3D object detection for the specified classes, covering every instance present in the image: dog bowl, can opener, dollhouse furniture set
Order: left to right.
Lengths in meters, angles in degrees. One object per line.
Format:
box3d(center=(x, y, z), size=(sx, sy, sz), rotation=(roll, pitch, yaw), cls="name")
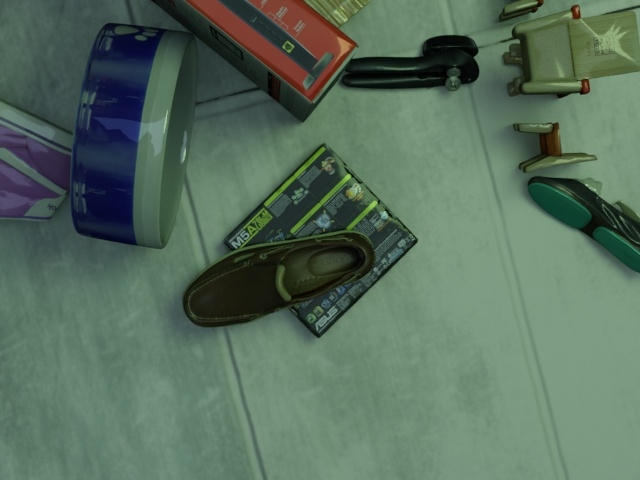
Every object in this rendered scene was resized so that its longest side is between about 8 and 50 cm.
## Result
box3d(center=(-0.221, -0.127, 1.359), size=(0.104, 0.265, 0.265), rotation=(9, 92, -1), cls="dog bowl")
box3d(center=(0.120, -0.224, 1.487), size=(0.186, 0.073, 0.059), rotation=(-9, 132, 0), cls="can opener")
box3d(center=(0.304, -0.222, 1.390), size=(0.135, 0.259, 0.262), rotation=(-8, 94, 7), cls="dollhouse furniture set")

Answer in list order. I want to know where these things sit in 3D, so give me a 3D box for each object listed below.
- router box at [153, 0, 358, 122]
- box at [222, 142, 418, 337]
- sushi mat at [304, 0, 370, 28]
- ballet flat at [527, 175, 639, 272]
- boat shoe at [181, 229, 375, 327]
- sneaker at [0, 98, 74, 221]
box3d(center=(-0.107, -0.272, 1.323), size=(0.301, 0.335, 0.082), rotation=(39, 91, -4), cls="router box")
box3d(center=(0.000, 0.000, 1.488), size=(0.184, 0.045, 0.190), rotation=(45, 90, -2), cls="box")
box3d(center=(-0.036, -0.432, 1.448), size=(0.151, 0.019, 0.316), rotation=(-43, 95, -1), cls="sushi mat")
box3d(center=(0.371, -0.037, 1.501), size=(0.203, 0.074, 0.074), rotation=(35, 90, 2), cls="ballet flat")
box3d(center=(-0.056, 0.045, 1.418), size=(0.257, 0.095, 0.095), rotation=(-21, 95, 1), cls="boat shoe")
box3d(center=(-0.454, -0.117, 1.430), size=(0.282, 0.102, 0.161), rotation=(27, 94, -4), cls="sneaker")
